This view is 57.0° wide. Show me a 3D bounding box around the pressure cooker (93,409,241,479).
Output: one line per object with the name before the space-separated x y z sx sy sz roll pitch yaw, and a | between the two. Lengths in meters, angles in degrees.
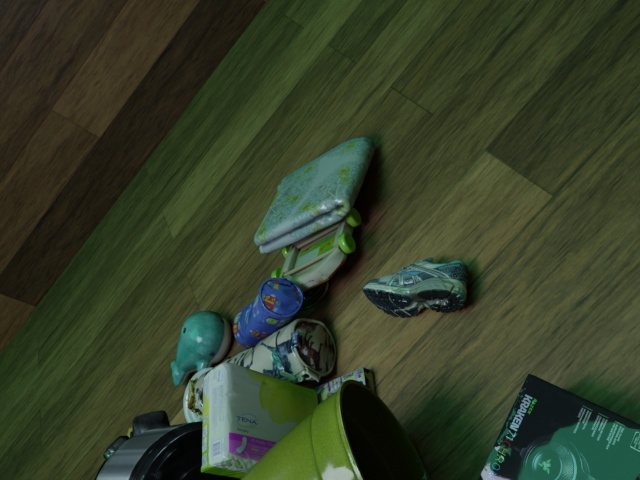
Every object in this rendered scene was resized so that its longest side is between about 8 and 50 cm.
pressure cooker | -0.351 0.621 1.403 0.420 0.375 0.370 -28 27 49

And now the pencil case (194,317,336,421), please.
pencil case | -0.156 0.359 1.574 0.410 0.160 0.183 -33 16 27

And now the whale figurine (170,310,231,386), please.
whale figurine | -0.407 0.340 1.875 0.272 0.141 0.216 -45 41 16

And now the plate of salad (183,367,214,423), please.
plate of salad | -0.338 0.479 1.750 0.199 0.048 0.200 -9 72 28

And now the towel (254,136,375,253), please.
towel | -0.017 -0.131 1.749 0.374 0.090 0.321 -25 31 36

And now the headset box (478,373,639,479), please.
headset box | 0.432 0.395 0.949 0.283 0.131 0.246 22 83 51

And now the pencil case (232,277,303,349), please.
pencil case | -0.150 0.201 1.622 0.306 0.119 0.133 131 153 -55

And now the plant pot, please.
plant pot | -0.001 0.510 1.103 0.353 0.366 0.366 -34 44 13

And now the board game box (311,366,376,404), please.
board game box | -0.005 0.466 1.441 0.346 0.056 0.208 -31 50 29

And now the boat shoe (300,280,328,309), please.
boat shoe | -0.068 0.158 1.694 0.206 0.065 0.075 -29 47 31

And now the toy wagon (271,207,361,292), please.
toy wagon | 0.000 0.000 1.686 0.267 0.068 0.344 -28 27 31

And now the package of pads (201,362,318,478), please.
package of pads | -0.125 0.416 1.326 0.101 0.296 0.229 -38 42 30

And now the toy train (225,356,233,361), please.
toy train | -0.306 0.427 1.801 0.036 0.027 0.158 22 82 53

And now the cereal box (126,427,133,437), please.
cereal box | -0.458 0.638 1.653 0.047 0.240 0.173 -7 59 32

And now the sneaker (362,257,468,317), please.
sneaker | 0.230 0.107 1.404 0.283 0.110 0.122 -6 43 42
